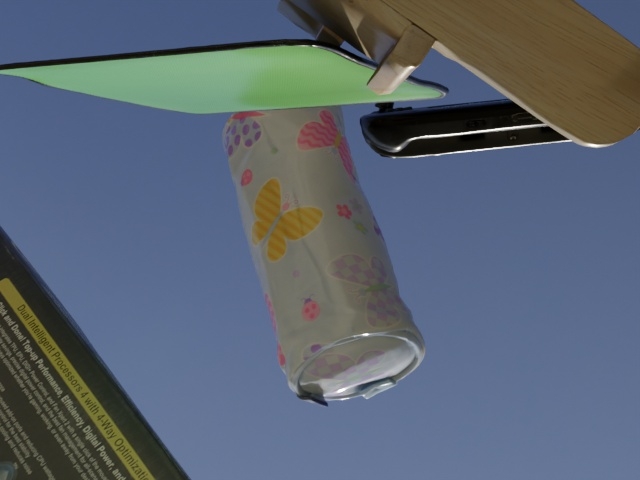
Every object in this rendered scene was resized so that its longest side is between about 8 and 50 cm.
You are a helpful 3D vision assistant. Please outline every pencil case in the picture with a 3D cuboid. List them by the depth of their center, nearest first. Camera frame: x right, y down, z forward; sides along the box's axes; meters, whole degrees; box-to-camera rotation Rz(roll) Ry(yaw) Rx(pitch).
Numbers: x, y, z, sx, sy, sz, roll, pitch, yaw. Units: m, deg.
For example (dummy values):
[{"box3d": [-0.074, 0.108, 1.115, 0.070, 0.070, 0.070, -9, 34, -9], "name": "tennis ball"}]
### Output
[{"box3d": [0.000, 0.000, 1.147, 0.113, 0.124, 0.273, -34, -123, 25], "name": "pencil case"}]

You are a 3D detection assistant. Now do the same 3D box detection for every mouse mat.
[{"box3d": [-0.038, -0.072, 0.615, 0.153, 0.190, 0.007, -2, -92, 22], "name": "mouse mat"}]

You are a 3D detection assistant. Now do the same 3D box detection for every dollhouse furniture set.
[{"box3d": [0.110, -0.154, 0.709, 0.174, 0.355, 0.303, 35, -101, -3], "name": "dollhouse furniture set"}]

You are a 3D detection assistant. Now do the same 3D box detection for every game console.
[{"box3d": [0.205, -0.092, 0.865, 0.361, 0.213, 0.044, -6, -93, 2], "name": "game console"}]

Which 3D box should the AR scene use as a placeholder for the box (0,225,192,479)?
[{"box3d": [-0.259, 0.149, 0.753, 0.395, 0.318, 0.097, 42, -13, 43], "name": "box"}]
